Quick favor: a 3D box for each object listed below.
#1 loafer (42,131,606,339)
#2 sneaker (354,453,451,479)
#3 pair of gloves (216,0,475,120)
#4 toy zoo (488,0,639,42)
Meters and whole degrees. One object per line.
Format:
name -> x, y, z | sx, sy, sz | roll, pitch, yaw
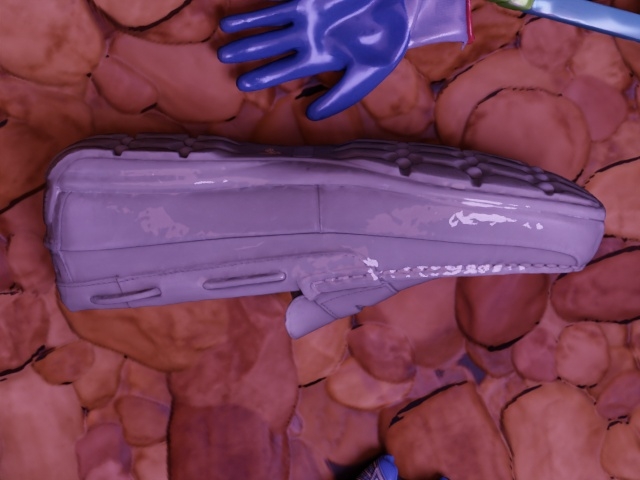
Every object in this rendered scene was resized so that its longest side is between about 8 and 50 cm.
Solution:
loafer -> 0.000, 0.000, 0.614 | 0.319, 0.112, 0.112 | 3, 106, 5
sneaker -> 0.077, 0.186, 0.676 | 0.135, 0.052, 0.058 | 35, 93, -8
pair of gloves -> 0.009, -0.172, 0.619 | 0.159, 0.023, 0.198 | -10, 105, -3
toy zoo -> 0.214, -0.206, 0.607 | 0.293, 0.030, 0.192 | 12, 99, -9
